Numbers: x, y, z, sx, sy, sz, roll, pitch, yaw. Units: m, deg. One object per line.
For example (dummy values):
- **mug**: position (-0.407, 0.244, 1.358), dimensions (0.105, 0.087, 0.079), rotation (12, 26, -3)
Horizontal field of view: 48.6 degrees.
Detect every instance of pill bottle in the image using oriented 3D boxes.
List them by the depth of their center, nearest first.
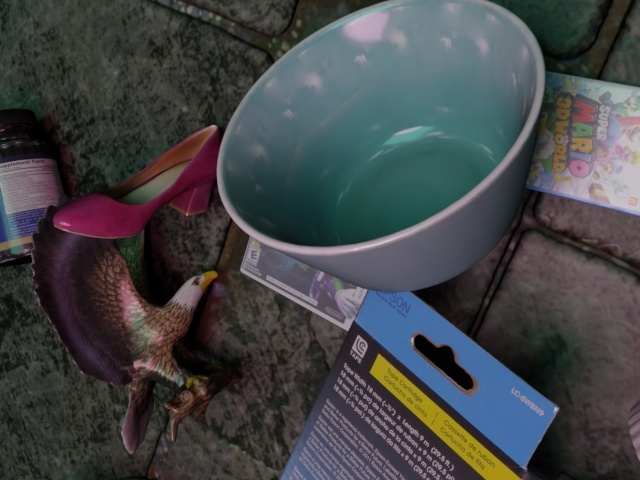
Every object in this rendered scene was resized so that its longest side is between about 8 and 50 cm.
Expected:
- **pill bottle**: position (-0.451, -0.079, 1.062), dimensions (0.123, 0.123, 0.219), rotation (-15, 88, 31)

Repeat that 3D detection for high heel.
- **high heel**: position (-0.209, -0.076, 0.849), dimensions (0.082, 0.244, 0.117), rotation (29, 116, 32)

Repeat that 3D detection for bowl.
- **bowl**: position (0.073, -0.072, 0.689), dimensions (0.312, 0.163, 0.311), rotation (-16, 48, 19)

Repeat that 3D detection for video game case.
- **video game case**: position (0.259, -0.100, 0.704), dimensions (0.166, 0.015, 0.119), rotation (18, 105, 27)
- **video game case**: position (0.000, 0.000, 0.866), dimensions (0.190, 0.022, 0.173), rotation (27, 109, 25)

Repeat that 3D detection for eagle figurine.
- **eagle figurine**: position (-0.235, 0.098, 0.924), dimensions (0.298, 0.225, 0.226), rotation (41, 136, 7)

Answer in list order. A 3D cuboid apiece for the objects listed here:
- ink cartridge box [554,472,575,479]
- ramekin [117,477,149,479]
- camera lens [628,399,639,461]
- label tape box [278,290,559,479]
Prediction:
- **ink cartridge box**: position (0.301, 0.350, 0.622), dimensions (0.278, 0.201, 0.117), rotation (28, 99, 25)
- **ramekin**: position (-0.291, 0.500, 1.028), dimensions (0.304, 0.148, 0.303), rotation (4, 99, 30)
- **camera lens**: position (0.410, 0.137, 0.527), dimensions (0.274, 0.219, 0.219), rotation (-44, 74, 27)
- **label tape box**: position (0.104, 0.228, 0.754), dimensions (0.241, 0.106, 0.333), rotation (40, 115, 38)
